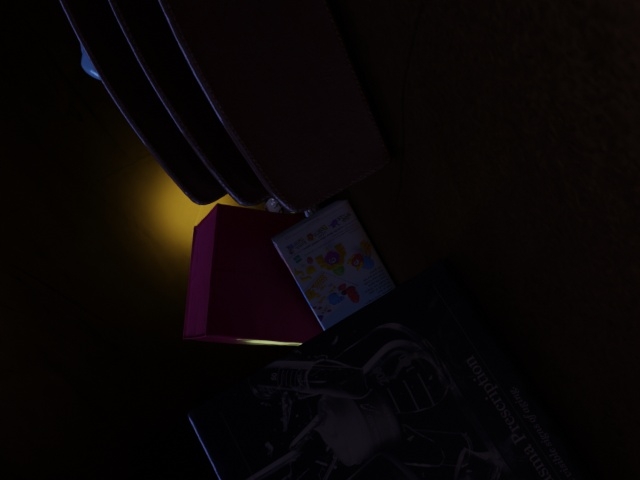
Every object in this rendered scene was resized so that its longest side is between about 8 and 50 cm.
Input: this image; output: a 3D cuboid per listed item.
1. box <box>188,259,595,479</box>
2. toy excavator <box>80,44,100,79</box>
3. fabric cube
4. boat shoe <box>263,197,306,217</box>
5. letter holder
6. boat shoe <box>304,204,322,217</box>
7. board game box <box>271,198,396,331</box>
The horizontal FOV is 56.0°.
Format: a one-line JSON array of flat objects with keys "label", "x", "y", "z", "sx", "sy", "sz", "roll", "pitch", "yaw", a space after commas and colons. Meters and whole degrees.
[{"label": "box", "x": 0.088, "y": 0.256, "z": 0.644, "sx": 0.343, "sy": 0.312, "sz": 0.179, "roll": 58, "pitch": 175, "yaw": 16}, {"label": "toy excavator", "x": -0.399, "y": -0.400, "z": 1.305, "sx": 0.432, "sy": 0.223, "sz": 0.445, "roll": 24, "pitch": -158, "yaw": 13}, {"label": "fabric cube", "x": -0.125, "y": 0.084, "z": 1.243, "sx": 0.254, "sy": 0.258, "sz": 0.259, "roll": 157, "pitch": 118, "yaw": -67}, {"label": "boat shoe", "x": -0.110, "y": -0.091, "z": 1.775, "sx": 0.324, "sy": 0.123, "sz": 0.116, "roll": 51, "pitch": 168, "yaw": 52}, {"label": "letter holder", "x": -0.099, "y": -0.170, "z": 0.574, "sx": 0.302, "sy": 0.214, "sz": 0.152, "roll": 63, "pitch": 174, "yaw": -31}, {"label": "boat shoe", "x": 0.000, "y": 0.000, "z": 1.417, "sx": 0.226, "sy": 0.075, "sz": 0.083, "roll": 62, "pitch": 175, "yaw": -23}, {"label": "board game box", "x": 0.044, "y": 0.082, "z": 1.056, "sx": 0.275, "sy": 0.144, "sz": 0.142, "roll": 61, "pitch": 176, "yaw": -5}]
